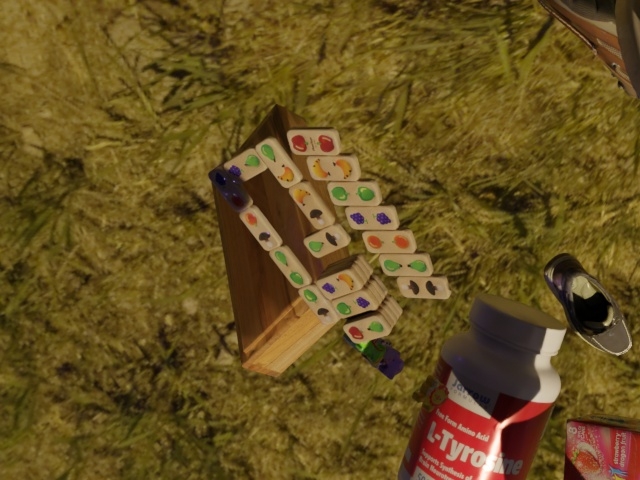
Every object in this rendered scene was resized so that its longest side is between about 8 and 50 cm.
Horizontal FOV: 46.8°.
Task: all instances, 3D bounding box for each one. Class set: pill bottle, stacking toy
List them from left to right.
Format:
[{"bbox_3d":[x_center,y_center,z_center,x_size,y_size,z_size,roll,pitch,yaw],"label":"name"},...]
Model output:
[{"bbox_3d":[0.087,0.165,1.149,0.221,0.052,0.167,44,173,-33],"label":"stacking toy"},{"bbox_3d":[0.311,0.319,1.399,0.229,0.229,0.408,21,101,22],"label":"pill bottle"}]

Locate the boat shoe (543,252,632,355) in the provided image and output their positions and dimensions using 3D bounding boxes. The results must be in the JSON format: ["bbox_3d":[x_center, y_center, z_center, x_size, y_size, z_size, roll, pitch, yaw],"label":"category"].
[{"bbox_3d":[0.433,0.116,1.175,0.080,0.073,0.223,-37,114,10],"label":"boat shoe"}]

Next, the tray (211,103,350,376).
[{"bbox_3d":[-0.072,-0.015,1.176,0.076,0.411,0.203,24,124,-34],"label":"tray"}]

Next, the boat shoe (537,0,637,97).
[{"bbox_3d":[0.379,-0.216,0.848,0.324,0.122,0.120,44,156,30],"label":"boat shoe"}]

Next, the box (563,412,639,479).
[{"bbox_3d":[0.403,0.369,0.985,0.128,0.122,0.257,1,85,39],"label":"box"}]

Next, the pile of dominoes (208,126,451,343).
[{"bbox_3d":[0.000,0.000,0.800,0.196,0.040,0.251,-24,109,44],"label":"pile of dominoes"}]

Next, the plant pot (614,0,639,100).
[{"bbox_3d":[0.354,-0.130,0.290,0.334,0.334,0.305,42,139,9],"label":"plant pot"}]
